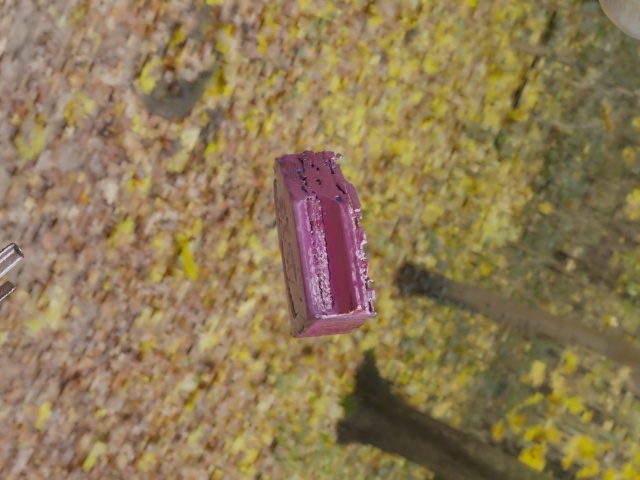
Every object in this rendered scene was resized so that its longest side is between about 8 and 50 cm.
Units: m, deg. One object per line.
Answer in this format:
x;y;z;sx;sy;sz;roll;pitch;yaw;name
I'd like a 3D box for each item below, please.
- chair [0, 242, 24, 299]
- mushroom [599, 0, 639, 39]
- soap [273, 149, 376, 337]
-0.558;0.082;1.411;0.326;0.183;0.175;-46;180;-25;chair
0.377;-0.284;1.186;0.177;0.126;0.397;-41;167;33;mushroom
0.000;0.000;1.534;0.162;0.099;0.249;116;-32;-71;soap
